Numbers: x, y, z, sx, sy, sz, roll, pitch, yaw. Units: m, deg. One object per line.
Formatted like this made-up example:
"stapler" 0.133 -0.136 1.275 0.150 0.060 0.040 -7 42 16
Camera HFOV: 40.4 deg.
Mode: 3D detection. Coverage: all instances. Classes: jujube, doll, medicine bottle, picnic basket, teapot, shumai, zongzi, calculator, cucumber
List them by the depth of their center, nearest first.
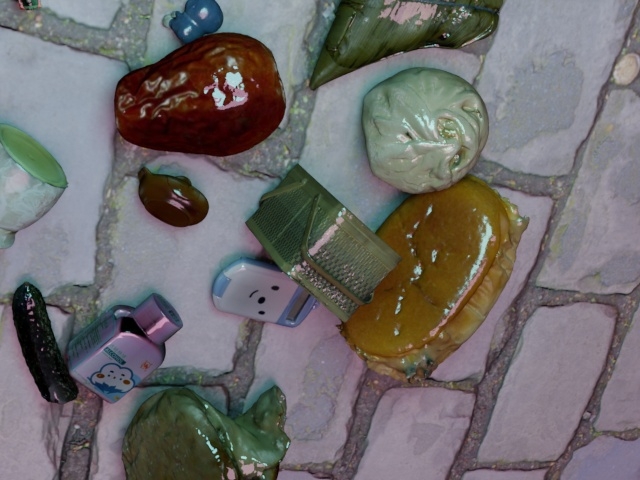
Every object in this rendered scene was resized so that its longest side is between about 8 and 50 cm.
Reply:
"medicine bottle" -0.476 -0.080 1.298 0.143 0.147 0.147 -42 122 10
"jujube" -0.181 -0.215 1.318 0.255 0.190 0.190 -6 119 2
"doll" -0.185 -0.331 1.324 0.083 0.050 0.076 -43 126 4
"zongzi" 0.139 -0.325 1.392 0.251 0.125 0.274 17 112 -18
"teapot" -0.242 -0.077 1.427 0.129 0.078 0.098 28 146 -16
"picnic basket" 0.000 0.000 1.435 0.139 0.266 0.165 -48 119 3
"cucumber" -0.479 0.175 1.484 0.067 0.067 0.245 -17 118 -10
"medicine bottle" -0.335 0.179 1.511 0.188 0.094 0.119 -40 124 5
"calculator" -0.094 0.095 1.572 0.210 0.039 0.121 17 123 -26
"shumai" -0.189 0.420 1.651 0.288 0.292 0.330 -20 143 -54

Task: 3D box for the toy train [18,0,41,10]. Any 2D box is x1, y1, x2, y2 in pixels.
"toy train" -0.413 -0.371 1.215 0.044 0.064 0.103 -10 119 -15

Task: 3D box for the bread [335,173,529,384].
"bread" 0.189 0.064 1.562 0.388 0.236 0.183 -56 141 -2

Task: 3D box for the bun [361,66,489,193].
"bun" 0.181 -0.183 1.445 0.231 0.133 0.231 -1 94 -13
